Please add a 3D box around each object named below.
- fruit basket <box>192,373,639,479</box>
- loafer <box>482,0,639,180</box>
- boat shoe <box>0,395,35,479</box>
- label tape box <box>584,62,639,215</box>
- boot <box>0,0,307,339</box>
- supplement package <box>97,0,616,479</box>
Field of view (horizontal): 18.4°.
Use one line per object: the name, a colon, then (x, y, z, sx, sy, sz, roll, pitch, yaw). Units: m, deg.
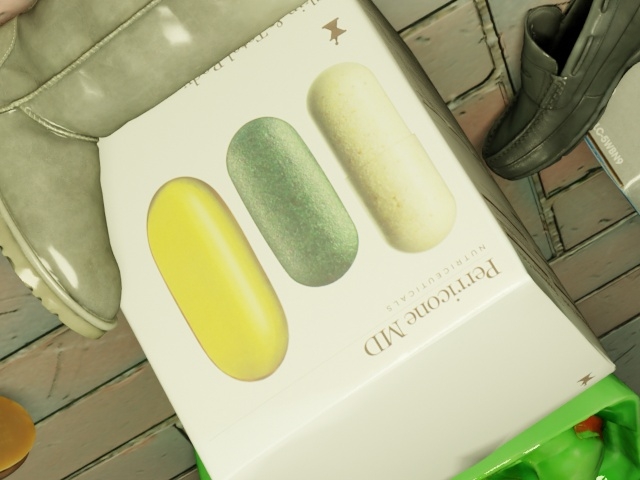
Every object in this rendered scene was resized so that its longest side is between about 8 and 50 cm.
fruit basket: (0.110, 0.254, 1.569, 0.392, 0.392, 0.283, -29, 154, -3)
loafer: (0.164, -0.125, 1.297, 0.078, 0.076, 0.223, 24, 134, -16)
boat shoe: (-0.295, 0.152, 1.312, 0.207, 0.073, 0.073, -8, 149, -25)
label tape box: (0.359, -0.129, 1.435, 0.333, 0.106, 0.240, -34, 154, 9)
boot: (-0.087, -0.077, 1.007, 0.208, 0.190, 0.076, -31, 180, 8)
supplement package: (0.000, 0.000, 1.119, 0.199, 0.263, 0.198, -34, 154, 8)
